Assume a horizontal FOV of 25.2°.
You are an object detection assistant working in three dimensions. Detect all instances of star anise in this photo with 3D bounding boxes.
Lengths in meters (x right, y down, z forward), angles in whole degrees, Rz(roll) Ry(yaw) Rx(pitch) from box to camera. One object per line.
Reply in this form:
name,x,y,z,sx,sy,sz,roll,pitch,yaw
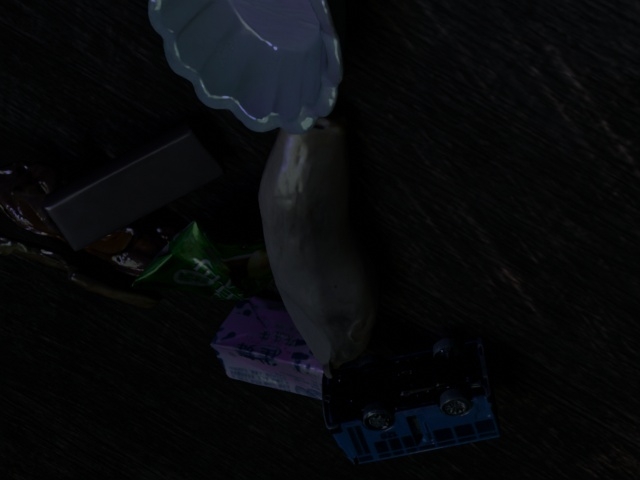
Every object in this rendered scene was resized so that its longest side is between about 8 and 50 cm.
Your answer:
star anise,-0.271,-0.036,1.657,0.214,0.099,0.220,-1,154,44

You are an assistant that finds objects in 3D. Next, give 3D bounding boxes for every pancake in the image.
pancake,-0.298,0.034,1.748,0.235,0.029,0.212,20,178,27

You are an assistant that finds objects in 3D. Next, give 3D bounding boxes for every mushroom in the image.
mushroom,-0.002,0.000,1.485,0.109,0.097,0.351,-13,133,-1

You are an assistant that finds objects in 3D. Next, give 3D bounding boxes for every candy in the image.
candy,-0.035,0.123,1.677,0.160,0.092,0.073,11,142,25
candy,-0.110,0.021,1.600,0.141,0.078,0.203,21,149,-30

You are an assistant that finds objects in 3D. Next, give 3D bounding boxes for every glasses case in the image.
glasses case,-0.200,-0.060,1.534,0.191,0.042,0.072,-27,115,10

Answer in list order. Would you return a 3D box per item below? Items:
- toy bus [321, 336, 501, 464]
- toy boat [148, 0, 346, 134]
toy bus,0.101,0.181,1.581,0.185,0.090,0.106,-12,136,9
toy boat,-0.055,-0.226,1.256,0.199,0.100,0.290,18,144,19
